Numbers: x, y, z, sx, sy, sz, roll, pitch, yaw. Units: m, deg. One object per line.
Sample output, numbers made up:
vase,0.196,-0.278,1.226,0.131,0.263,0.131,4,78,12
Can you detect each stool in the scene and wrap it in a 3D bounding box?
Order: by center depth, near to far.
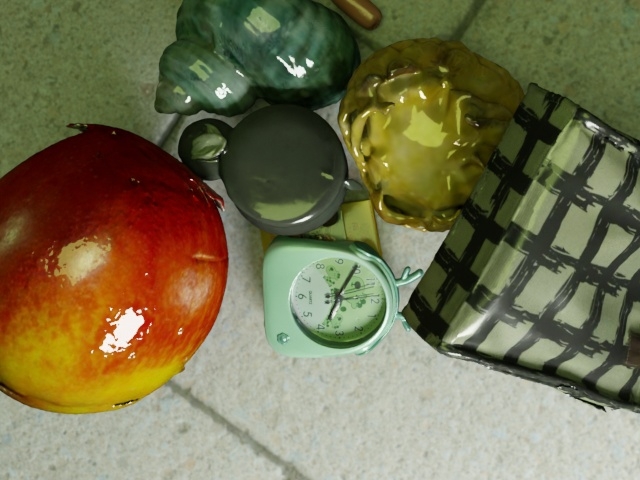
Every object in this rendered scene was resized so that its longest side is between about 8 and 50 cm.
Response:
stool,-0.059,-0.097,1.793,0.228,0.139,0.153,38,84,12

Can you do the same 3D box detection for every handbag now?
handbag,0.309,0.021,1.667,0.327,0.162,0.325,23,103,-28

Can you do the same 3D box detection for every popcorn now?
popcorn,0.145,-0.132,1.741,0.250,0.190,0.250,-1,107,-3

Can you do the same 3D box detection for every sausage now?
sausage,0.044,-0.306,1.826,0.083,0.034,0.034,41,100,5

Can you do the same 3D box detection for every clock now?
clock,0.030,0.073,1.825,0.211,0.066,0.159,3,109,7

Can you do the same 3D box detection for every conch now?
conch,-0.094,-0.241,1.800,0.277,0.195,0.220,-29,118,-12

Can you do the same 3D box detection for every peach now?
peach,-0.286,0.029,1.755,0.370,0.370,0.370,1,94,11

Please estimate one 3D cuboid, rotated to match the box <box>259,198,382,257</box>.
box,0.000,0.000,1.862,0.155,0.023,0.087,-10,89,12
